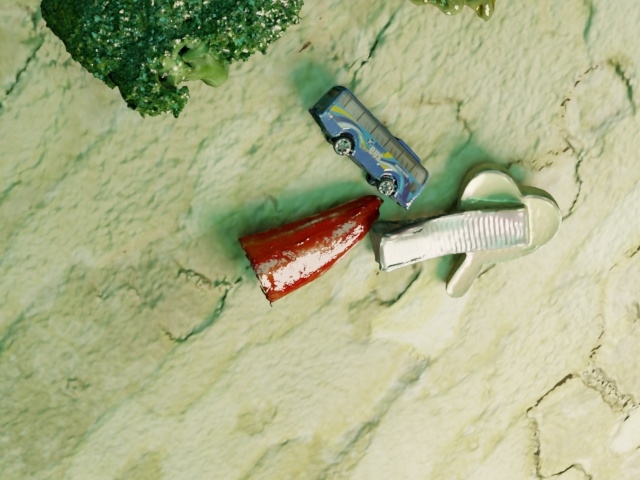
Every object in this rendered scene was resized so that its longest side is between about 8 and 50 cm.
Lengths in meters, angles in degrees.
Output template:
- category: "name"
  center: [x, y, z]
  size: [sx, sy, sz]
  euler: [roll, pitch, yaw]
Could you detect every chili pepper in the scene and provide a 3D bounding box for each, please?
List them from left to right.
- category: "chili pepper"
  center: [-0.002, -0.004, 1.083]
  size: [0.168, 0.065, 0.088]
  euler: [-29, 130, -5]

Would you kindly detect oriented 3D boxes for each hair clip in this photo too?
- category: "hair clip"
  center: [0.168, -0.003, 1.109]
  size: [0.218, 0.071, 0.159]
  euler: [-11, 119, -3]

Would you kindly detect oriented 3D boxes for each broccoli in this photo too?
- category: "broccoli"
  center: [-0.134, -0.248, 0.879]
  size: [0.261, 0.269, 0.242]
  euler: [-51, 149, -12]

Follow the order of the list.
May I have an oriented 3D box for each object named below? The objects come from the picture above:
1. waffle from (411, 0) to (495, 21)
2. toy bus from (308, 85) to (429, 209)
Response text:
- category: "waffle"
  center: [0.121, -0.341, 0.975]
  size: [0.214, 0.054, 0.208]
  euler: [15, 107, -17]
- category: "toy bus"
  center: [0.054, -0.100, 1.059]
  size: [0.153, 0.051, 0.061]
  euler: [42, 92, -22]
